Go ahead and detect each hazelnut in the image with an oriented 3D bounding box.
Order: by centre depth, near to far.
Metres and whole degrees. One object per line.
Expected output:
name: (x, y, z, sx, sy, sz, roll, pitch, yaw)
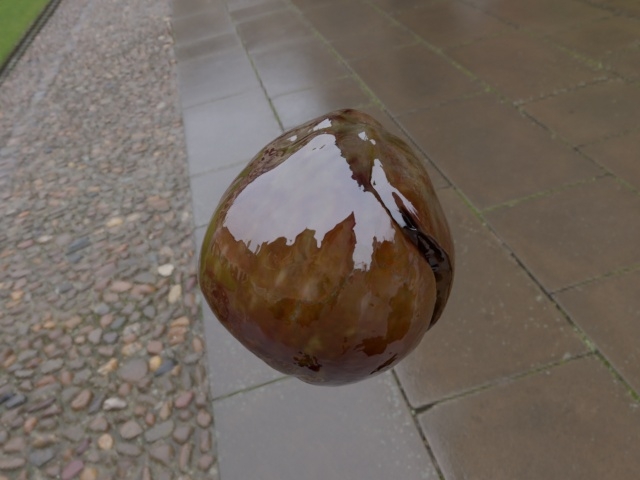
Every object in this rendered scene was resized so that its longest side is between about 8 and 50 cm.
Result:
hazelnut: (0.000, 0.000, 0.558, 0.218, 0.218, 0.234, -17, 42, -7)
